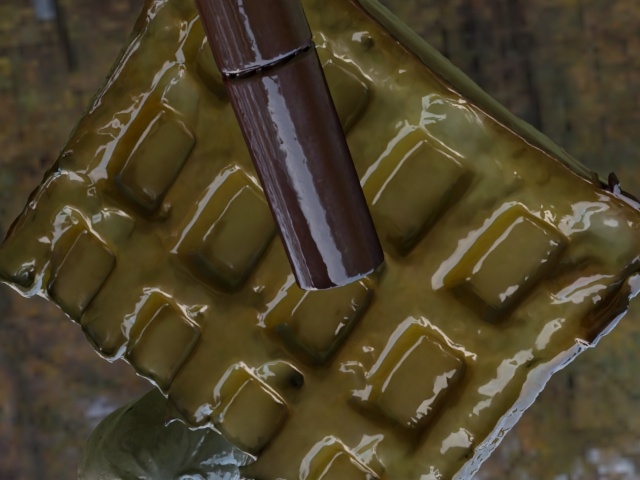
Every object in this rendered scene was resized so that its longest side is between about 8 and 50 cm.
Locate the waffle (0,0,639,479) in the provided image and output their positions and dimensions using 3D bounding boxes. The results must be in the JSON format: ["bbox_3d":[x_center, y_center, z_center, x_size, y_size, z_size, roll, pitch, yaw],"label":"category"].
[{"bbox_3d":[-0.001,0.000,1.128,0.348,0.304,0.077,39,-161,11],"label":"waffle"}]

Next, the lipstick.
[{"bbox_3d":[-0.044,-0.144,0.983,0.057,0.357,0.057,-18,-163,6],"label":"lipstick"}]

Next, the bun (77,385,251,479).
[{"bbox_3d":[-0.137,0.218,1.713,0.166,0.173,0.113,2,-154,-24],"label":"bun"}]
